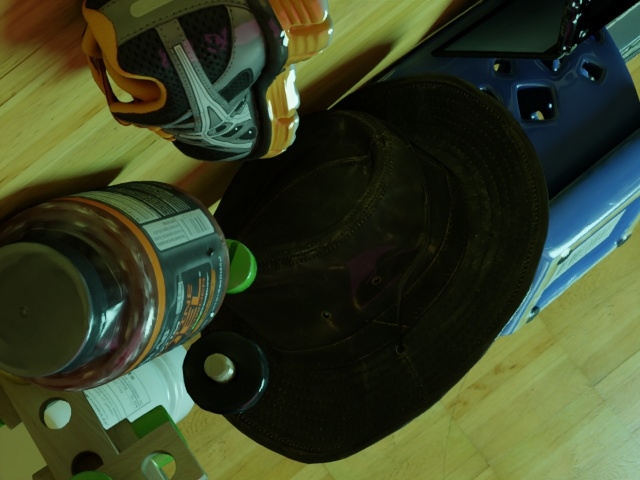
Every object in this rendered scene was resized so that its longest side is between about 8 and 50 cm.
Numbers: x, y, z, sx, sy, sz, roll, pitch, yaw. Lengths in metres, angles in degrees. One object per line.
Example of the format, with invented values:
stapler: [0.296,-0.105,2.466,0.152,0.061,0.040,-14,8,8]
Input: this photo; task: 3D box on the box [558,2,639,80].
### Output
box: [0.457,-0.339,2.260,0.395,0.097,0.318,-38,178,1]

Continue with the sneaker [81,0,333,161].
sneaker: [-0.055,-0.076,0.722,0.083,0.084,0.215,-24,170,-11]

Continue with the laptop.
laptop: [0.224,-0.257,1.426,0.234,0.136,0.264,-37,151,-27]

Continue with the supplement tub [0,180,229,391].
supplement tub: [-0.125,0.025,1.004,0.106,0.106,0.198,-39,177,15]

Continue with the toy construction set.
toy construction set: [-0.187,0.137,1.134,0.308,0.258,0.237,-9,171,4]

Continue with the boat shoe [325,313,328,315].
boat shoe: [0.017,0.046,1.763,0.120,0.123,0.324,-13,-162,23]

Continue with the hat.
hat: [0.000,0.000,1.365,0.331,0.331,0.134,-39,139,20]

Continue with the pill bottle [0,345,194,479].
pill bottle: [-0.215,0.163,1.680,0.131,0.131,0.229,-40,176,32]

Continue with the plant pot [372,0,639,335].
plant pot: [0.171,-0.065,1.617,0.236,0.212,0.236,-37,165,-23]
